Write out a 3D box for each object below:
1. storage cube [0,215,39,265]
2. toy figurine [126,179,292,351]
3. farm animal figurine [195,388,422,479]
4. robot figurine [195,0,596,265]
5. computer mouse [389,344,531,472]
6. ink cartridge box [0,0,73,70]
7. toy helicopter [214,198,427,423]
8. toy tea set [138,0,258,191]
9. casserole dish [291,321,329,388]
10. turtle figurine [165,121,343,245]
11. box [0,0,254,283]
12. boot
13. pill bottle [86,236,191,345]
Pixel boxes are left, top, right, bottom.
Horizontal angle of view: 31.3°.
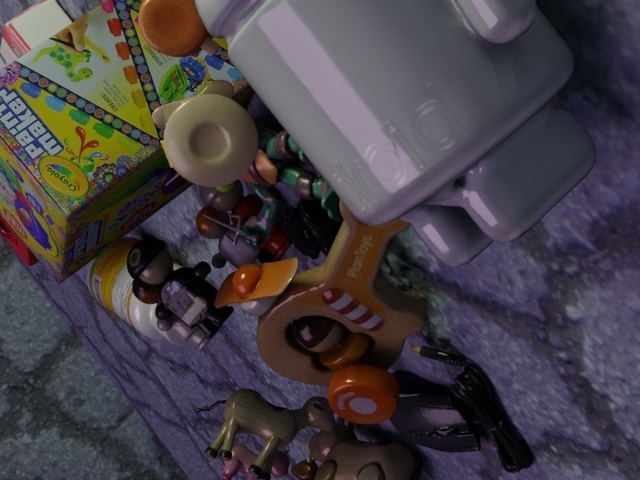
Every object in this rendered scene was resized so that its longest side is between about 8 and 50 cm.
[{"bbox_3d":[-0.473,-0.113,1.930,0.183,0.215,0.193,44,151,17],"label":"storage cube"},{"bbox_3d":[-0.150,0.025,1.501,0.148,0.213,0.209,40,163,0],"label":"toy figurine"},{"bbox_3d":[0.019,0.332,1.727,0.326,0.172,0.330,9,151,34],"label":"farm animal figurine"},{"bbox_3d":[0.044,-0.154,0.839,0.353,0.200,0.300,51,149,-1],"label":"robot figurine"},{"bbox_3d":[0.135,0.203,1.430,0.262,0.060,0.184,15,140,56],"label":"computer mouse"},{"bbox_3d":[-0.403,-0.248,1.724,0.158,0.092,0.218,52,157,-3],"label":"ink cartridge box"},{"bbox_3d":[0.012,0.041,1.259,0.235,0.140,0.355,16,136,-4],"label":"toy helicopter"},{"bbox_3d":[-0.083,-0.224,1.053,0.124,0.200,0.336,-87,-20,-74],"label":"toy tea set"},{"bbox_3d":[-0.012,0.139,1.650,0.114,0.037,0.188,25,146,49],"label":"casserole dish"},{"bbox_3d":[-0.074,-0.083,1.308,0.234,0.118,0.175,2,146,43],"label":"turtle figurine"},{"bbox_3d":[-0.252,-0.130,1.360,0.177,0.279,0.290,50,159,3],"label":"box"},{"bbox_3d":[0.000,0.001,1.392,0.121,0.045,0.099,55,158,6],"label":"boot"},{"bbox_3d":[-0.294,0.093,1.997,0.245,0.136,0.136,27,148,46],"label":"pill bottle"}]
